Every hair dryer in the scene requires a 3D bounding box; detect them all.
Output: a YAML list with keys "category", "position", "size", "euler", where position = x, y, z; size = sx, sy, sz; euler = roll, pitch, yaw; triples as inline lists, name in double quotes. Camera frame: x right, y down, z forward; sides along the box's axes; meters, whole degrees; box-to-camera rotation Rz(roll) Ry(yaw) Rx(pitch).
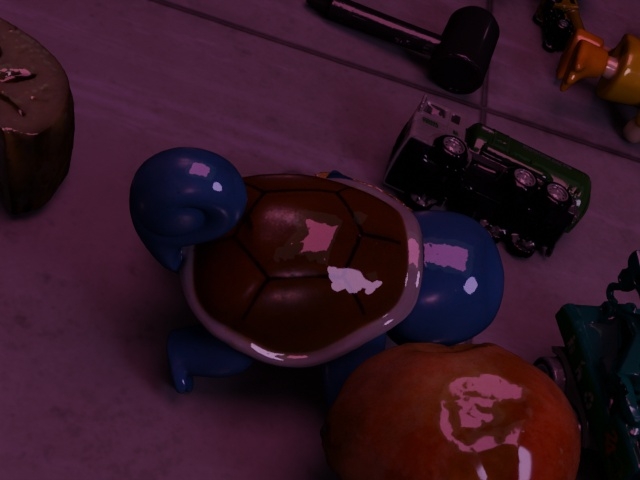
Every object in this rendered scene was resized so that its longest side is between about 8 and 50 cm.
- category: "hair dryer"
  position: [0.103, -0.274, 1.863]
  size: [0.248, 0.070, 0.114]
  euler: [20, 48, 5]

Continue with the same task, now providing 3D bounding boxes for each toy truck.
- category: "toy truck"
  position: [0.326, -0.299, 1.977]
  size: [0.054, 0.049, 0.083]
  euler: [4, 52, -21]
- category: "toy truck"
  position: [0.336, 0.201, 1.484]
  size: [0.177, 0.178, 0.363]
  euler: [4, 54, -21]
- category: "toy truck"
  position: [0.201, -0.075, 1.706]
  size: [0.243, 0.101, 0.125]
  euler: [24, 42, -7]

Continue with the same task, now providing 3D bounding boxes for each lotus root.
- category: "lotus root"
  position: [-0.346, -0.150, 1.518]
  size: [0.235, 0.119, 0.138]
  euler: [40, 50, 14]

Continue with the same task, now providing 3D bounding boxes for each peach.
- category: "peach"
  position: [0.115, 0.196, 1.366]
  size: [0.236, 0.214, 0.214]
  euler: [17, 48, -6]

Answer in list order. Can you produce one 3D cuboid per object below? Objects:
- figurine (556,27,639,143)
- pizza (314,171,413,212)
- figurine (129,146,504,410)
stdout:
- category: "figurine"
  position: [0.479, -0.183, 1.870]
  size: [0.344, 0.187, 0.215]
  euler: [17, 35, 0]
- category: "pizza"
  position: [0.044, -0.005, 1.614]
  size: [0.175, 0.046, 0.134]
  euler: [42, 53, 18]
- category: "figurine"
  position: [-0.028, 0.018, 1.445]
  size: [0.416, 0.243, 0.297]
  euler: [17, 50, -30]
